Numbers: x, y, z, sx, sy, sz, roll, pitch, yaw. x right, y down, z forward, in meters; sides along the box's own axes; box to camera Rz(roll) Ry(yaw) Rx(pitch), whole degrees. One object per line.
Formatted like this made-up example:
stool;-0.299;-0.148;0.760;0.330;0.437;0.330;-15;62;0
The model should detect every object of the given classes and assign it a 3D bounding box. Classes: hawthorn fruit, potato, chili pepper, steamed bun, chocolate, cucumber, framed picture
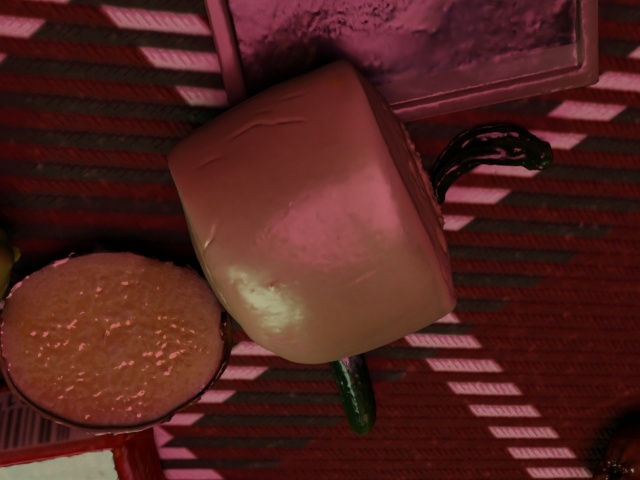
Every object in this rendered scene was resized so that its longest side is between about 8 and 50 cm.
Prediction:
hawthorn fruit;0.361;0.260;0.915;0.128;0.128;0.128;-4;119;-7
potato;-0.177;0.082;0.745;0.200;0.081;0.164;-3;89;-3
chili pepper;0.147;-0.073;0.743;0.117;0.035;0.056;-20;103;-3
steamed bun;0.000;0.000;0.676;0.200;0.155;0.250;-24;126;8
chocolate;-0.271;0.252;0.809;0.237;0.108;0.235;-9;121;-6
cucumber;0.032;0.137;0.835;0.037;0.037;0.155;-17;120;0
framed picture;0.065;-0.202;0.665;0.314;0.024;0.232;-13;120;-2

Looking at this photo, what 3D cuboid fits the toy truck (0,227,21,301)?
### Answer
toy truck;-0.325;0.019;0.661;0.187;0.148;0.211;43;82;-18
